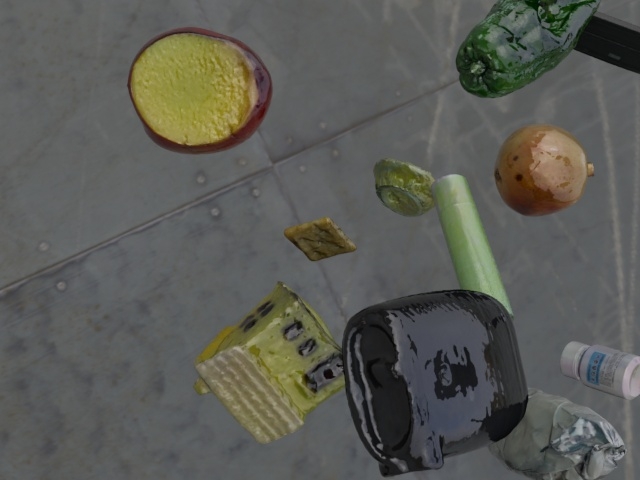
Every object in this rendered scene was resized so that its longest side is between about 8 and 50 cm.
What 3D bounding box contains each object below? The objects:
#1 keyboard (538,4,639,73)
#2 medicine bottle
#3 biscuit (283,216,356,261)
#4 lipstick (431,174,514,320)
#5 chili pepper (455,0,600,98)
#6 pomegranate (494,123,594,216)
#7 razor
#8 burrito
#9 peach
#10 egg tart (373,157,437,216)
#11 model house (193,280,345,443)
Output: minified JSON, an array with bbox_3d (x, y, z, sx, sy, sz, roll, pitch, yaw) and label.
[{"bbox_3d":[0.439,-0.280,1.109,0.381,0.103,0.041,32,78,13],"label":"keyboard"},{"bbox_3d":[0.330,0.150,0.894,0.052,0.089,0.052,-9,104,-38],"label":"medicine bottle"},{"bbox_3d":[0.000,0.000,1.107,0.083,0.081,0.018,46,40,-42],"label":"biscuit"},{"bbox_3d":[0.265,0.021,1.345,0.076,0.076,0.304,19,47,-36],"label":"lipstick"},{"bbox_3d":[0.244,-0.243,0.852,0.099,0.083,0.253,50,59,-11],"label":"chili pepper"},{"bbox_3d":[0.436,-0.138,1.504,0.191,0.191,0.191,14,69,-38],"label":"pomegranate"},{"bbox_3d":[0.160,0.164,0.952,0.349,0.113,0.204,2,73,-57],"label":"razor"},{"bbox_3d":[0.339,0.299,1.155,0.101,0.445,0.139,26,83,-3],"label":"burrito"},{"bbox_3d":[-0.218,-0.299,1.493,0.245,0.275,0.248,-66,153,-51],"label":"peach"},{"bbox_3d":[0.203,-0.122,1.823,0.197,0.197,0.078,40,67,-26],"label":"egg tart"},{"bbox_3d":[-0.084,0.213,1.294,0.234,0.175,0.193,-38,106,-2],"label":"model house"}]
